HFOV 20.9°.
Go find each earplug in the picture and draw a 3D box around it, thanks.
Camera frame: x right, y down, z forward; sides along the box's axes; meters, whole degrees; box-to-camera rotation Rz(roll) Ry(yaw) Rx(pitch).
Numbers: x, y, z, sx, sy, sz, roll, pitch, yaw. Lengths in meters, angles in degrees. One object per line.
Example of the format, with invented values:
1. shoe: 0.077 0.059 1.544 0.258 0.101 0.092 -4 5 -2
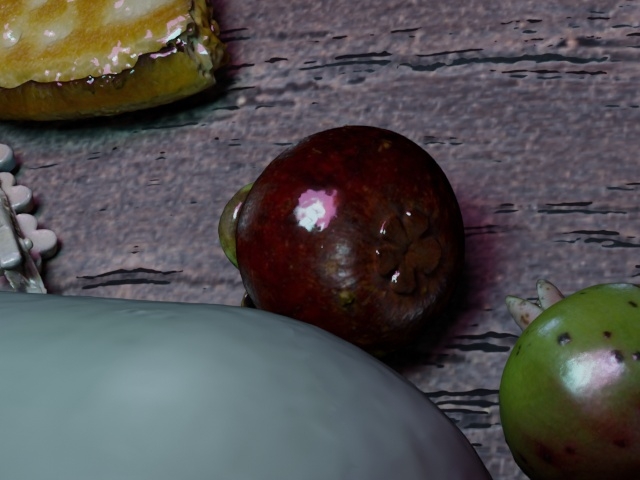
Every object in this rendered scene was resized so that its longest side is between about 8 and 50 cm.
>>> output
1. earplug: -0.107 0.176 0.796 0.394 0.312 0.312 0 57 33

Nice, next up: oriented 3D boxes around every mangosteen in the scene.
1. mangosteen: -0.002 -0.004 1.095 0.181 0.146 0.156 24 74 37

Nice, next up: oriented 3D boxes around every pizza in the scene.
1. pizza: -0.200 -0.191 1.376 0.251 0.074 0.287 -18 48 11

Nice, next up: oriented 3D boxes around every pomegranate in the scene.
1. pomegranate: 0.150 0.086 0.976 0.159 0.129 0.129 4 56 57

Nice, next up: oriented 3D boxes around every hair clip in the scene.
1. hair clip: -0.241 -0.022 1.297 0.062 0.056 0.214 -25 40 -7
